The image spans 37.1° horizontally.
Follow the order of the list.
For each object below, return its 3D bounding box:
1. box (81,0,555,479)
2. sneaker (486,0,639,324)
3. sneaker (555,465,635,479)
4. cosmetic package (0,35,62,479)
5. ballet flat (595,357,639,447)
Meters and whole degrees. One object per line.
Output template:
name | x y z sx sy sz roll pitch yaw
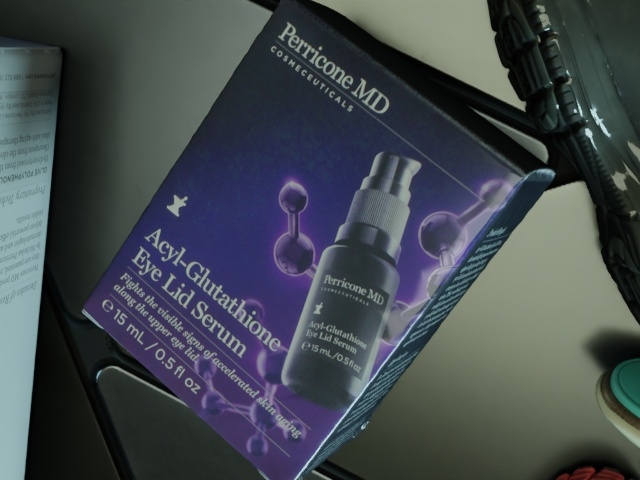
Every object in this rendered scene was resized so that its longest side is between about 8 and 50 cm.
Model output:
box | 0.000 0.000 0.514 0.153 0.108 0.207 38 106 14
sneaker | 0.181 -0.072 0.493 0.130 0.109 0.286 -28 99 3
sneaker | 0.118 0.240 0.559 0.088 0.093 0.225 26 105 5
cosmetic package | -0.287 0.053 0.568 0.197 0.155 0.365 12 103 9
ballet flat | 0.270 0.128 0.520 0.248 0.086 0.086 10 103 8
